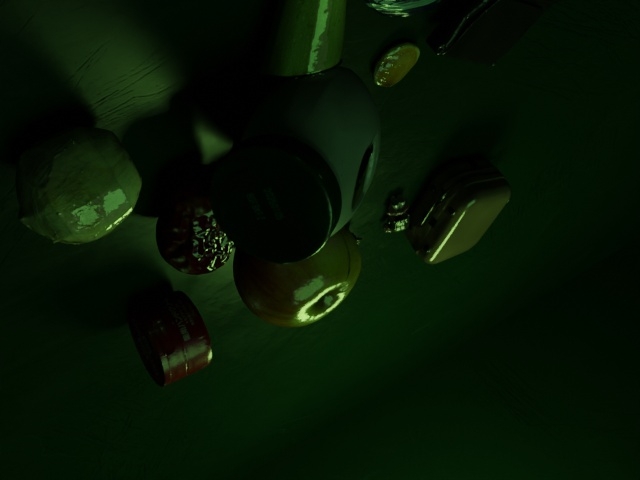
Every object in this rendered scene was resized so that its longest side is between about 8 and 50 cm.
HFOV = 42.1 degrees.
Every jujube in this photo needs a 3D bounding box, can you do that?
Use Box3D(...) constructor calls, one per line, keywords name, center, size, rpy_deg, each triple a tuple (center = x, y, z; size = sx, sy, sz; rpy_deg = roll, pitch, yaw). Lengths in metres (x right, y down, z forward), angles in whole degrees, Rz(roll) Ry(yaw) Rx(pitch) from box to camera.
Box3D(name="jujube", center=(-0.231, -0.039, 1.564), size=(0.155, 0.155, 0.230), rpy_deg=(-22, 151, -26))

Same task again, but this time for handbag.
Box3D(name="handbag", center=(0.392, -0.088, 2.258), size=(0.283, 0.149, 0.301), rpy_deg=(-15, 147, -32))
Box3D(name="handbag", center=(0.340, -0.445, 1.631), size=(0.247, 0.080, 0.223), rpy_deg=(-5, 150, -51))

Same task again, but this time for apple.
Box3D(name="apple", center=(-0.055, 0.053, 1.847), size=(0.286, 0.233, 0.286), rpy_deg=(-32, 155, -17))

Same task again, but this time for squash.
Box3D(name="squash", center=(-0.002, -0.366, 1.285), size=(0.137, 0.137, 0.287), rpy_deg=(-19, 149, -31))

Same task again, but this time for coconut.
Box3D(name="coconut", center=(-0.375, -0.081, 1.275), size=(0.194, 0.194, 0.194), rpy_deg=(-28, 155, -14))

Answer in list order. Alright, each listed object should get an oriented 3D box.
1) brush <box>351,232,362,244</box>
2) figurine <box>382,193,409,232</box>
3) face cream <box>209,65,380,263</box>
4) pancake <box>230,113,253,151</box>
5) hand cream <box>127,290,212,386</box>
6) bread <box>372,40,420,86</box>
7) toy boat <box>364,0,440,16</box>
Box3D(name="brush", center=(0.000, 0.000, 2.064), size=(0.248, 0.036, 0.043), rpy_deg=(0, 135, -41))
Box3D(name="figurine", center=(0.198, -0.065, 2.165), size=(0.072, 0.054, 0.129), rpy_deg=(-26, 152, -10))
Box3D(name="face cream", center=(-0.025, -0.137, 1.427), size=(0.357, 0.220, 0.312), rpy_deg=(-56, 161, -54))
Box3D(name="pancake", center=(-0.122, -0.139, 1.535), size=(0.199, 0.021, 0.199), rpy_deg=(12, 90, -70))
Box3D(name="hand cream", center=(-0.334, 0.216, 1.848), size=(0.125, 0.193, 0.193), rpy_deg=(-24, 154, -27))
Box3D(name="bread", center=(0.148, -0.345, 1.626), size=(0.110, 0.024, 0.110), rpy_deg=(-28, 156, -14))
Box3D(name="toy boat", center=(0.164, -0.491, 1.341), size=(0.221, 0.067, 0.291), rpy_deg=(-24, 151, -21))
